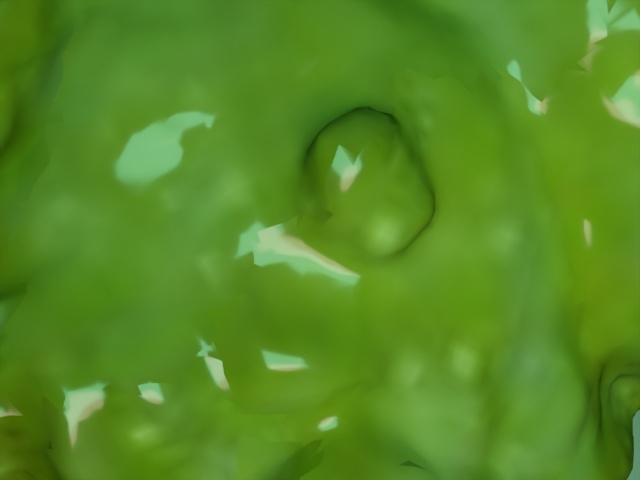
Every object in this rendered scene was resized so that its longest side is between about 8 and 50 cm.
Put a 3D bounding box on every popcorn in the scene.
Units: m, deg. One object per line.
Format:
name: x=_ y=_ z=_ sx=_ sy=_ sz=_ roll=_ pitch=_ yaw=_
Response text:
popcorn: x=-0.013 y=0.011 z=0.569 sx=0.312 sy=0.312 sz=0.312 roll=0 pitch=90 yaw=-8
